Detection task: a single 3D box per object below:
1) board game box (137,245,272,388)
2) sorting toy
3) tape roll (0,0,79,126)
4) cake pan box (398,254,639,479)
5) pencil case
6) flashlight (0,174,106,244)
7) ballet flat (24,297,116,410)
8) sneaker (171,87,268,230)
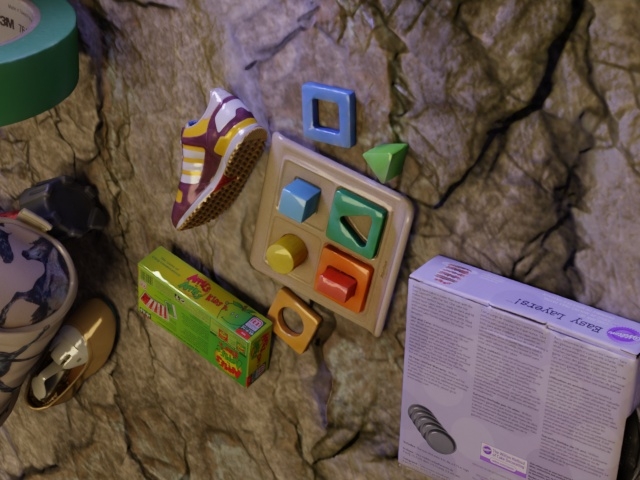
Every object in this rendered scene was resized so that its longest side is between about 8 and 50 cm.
[{"bbox_3d":[-0.143,0.093,1.529,0.181,0.043,0.092,33,142,22],"label":"board game box"},{"bbox_3d":[0.000,0.000,1.374,0.196,0.047,0.348,30,128,24],"label":"sorting toy"},{"bbox_3d":[-0.438,-0.219,1.426,0.321,0.321,0.077,23,125,29],"label":"tape roll"},{"bbox_3d":[0.207,0.166,1.280,0.267,0.070,0.246,18,125,31],"label":"cake pan box"},{"bbox_3d":[-0.438,0.121,1.648,0.160,0.184,0.410,16,146,-17],"label":"pencil case"},{"bbox_3d":[-0.422,-0.023,1.669,0.304,0.103,0.103,-15,100,44],"label":"flashlight"},{"bbox_3d":[-0.347,0.167,1.723,0.080,0.073,0.232,47,133,13],"label":"ballet flat"},{"bbox_3d":[-0.129,-0.091,1.426,0.084,0.069,0.185,52,128,17],"label":"sneaker"}]
